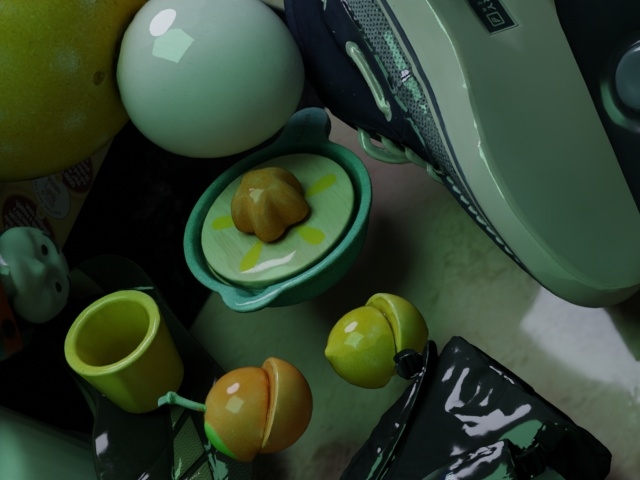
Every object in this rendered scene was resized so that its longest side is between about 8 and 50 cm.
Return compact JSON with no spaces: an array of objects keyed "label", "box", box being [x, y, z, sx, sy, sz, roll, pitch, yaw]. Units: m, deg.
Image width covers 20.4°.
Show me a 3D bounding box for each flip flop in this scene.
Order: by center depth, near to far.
[{"label":"flip flop","box":[-0.119,0.118,1.240,0.112,0.080,0.277,-28,45,-10]}]

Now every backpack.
[{"label":"backpack","box":[0.074,0.163,1.014,0.182,0.115,0.152,-54,30,2]}]

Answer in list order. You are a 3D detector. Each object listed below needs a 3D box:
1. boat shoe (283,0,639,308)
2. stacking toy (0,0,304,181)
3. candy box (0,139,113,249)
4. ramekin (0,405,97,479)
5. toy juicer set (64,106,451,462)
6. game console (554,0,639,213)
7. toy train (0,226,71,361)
[{"label":"boat shoe","box":[0.090,-0.083,1.130,0.340,0.127,0.158,65,151,21]},{"label":"stacking toy","box":[-0.239,-0.145,1.224,0.480,0.350,0.350,14,73,21]},{"label":"candy box","box":[-0.261,-0.092,1.432,0.183,0.087,0.316,-6,45,30]},{"label":"ramekin","box":[-0.252,0.243,1.241,0.277,0.135,0.277,-23,51,31]},{"label":"toy juicer set","box":[0.000,0.000,1.158,0.209,0.089,0.329,26,66,41]},{"label":"game console","box":[0.306,-0.114,0.897,0.386,0.060,0.342,-34,63,39]},{"label":"toy train","box":[-0.330,0.067,1.253,0.334,0.190,0.142,-20,93,33]}]
